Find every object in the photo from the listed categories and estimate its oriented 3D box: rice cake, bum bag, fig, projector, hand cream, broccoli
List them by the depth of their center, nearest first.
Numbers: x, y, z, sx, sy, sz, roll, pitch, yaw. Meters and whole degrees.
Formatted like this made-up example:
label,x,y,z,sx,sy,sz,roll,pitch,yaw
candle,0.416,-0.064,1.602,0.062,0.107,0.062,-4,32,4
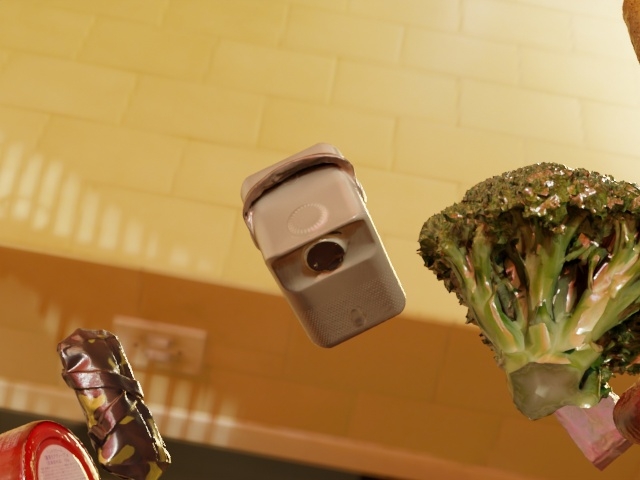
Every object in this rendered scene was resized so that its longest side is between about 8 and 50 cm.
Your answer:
label,x,y,z,sx,sy,sz,roll,pitch,yaw
broccoli,0.258,0.051,1.363,0.275,0.307,0.308,-76,-3,-49
hand cream,-0.352,0.319,1.560,0.193,0.125,0.193,56,-162,-30
bum bag,-0.265,0.211,1.655,0.060,0.106,0.233,-45,62,32
projector,0.000,0.000,1.778,0.177,0.163,0.242,-114,-2,-49
fig,0.524,0.257,1.970,0.119,0.153,0.119,5,-90,-90
rice cake,0.423,0.242,2.203,0.106,0.050,0.298,-46,58,21

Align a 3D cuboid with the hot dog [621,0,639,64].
label,x,y,z,sx,sy,sz,roll,pitch,yaw
hot dog,0.399,-0.176,1.442,0.083,0.068,0.289,60,-166,-58
